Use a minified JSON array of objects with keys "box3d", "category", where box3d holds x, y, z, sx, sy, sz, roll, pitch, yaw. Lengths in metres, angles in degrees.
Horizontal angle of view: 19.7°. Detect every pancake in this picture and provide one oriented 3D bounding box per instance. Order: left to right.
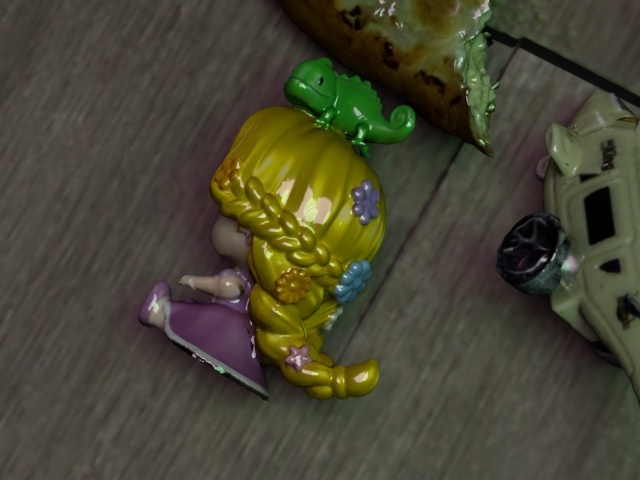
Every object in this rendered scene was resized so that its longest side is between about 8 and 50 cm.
[{"box3d":[0.011,-0.212,0.878,0.197,0.054,0.376,-33,80,35],"category":"pancake"}]

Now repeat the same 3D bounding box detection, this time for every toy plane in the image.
[{"box3d":[0.145,0.035,0.808,0.108,0.092,0.286,-27,40,30],"category":"toy plane"}]

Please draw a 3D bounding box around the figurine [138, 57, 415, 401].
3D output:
[{"box3d":[0.000,0.000,0.862,0.115,0.095,0.156,28,85,18],"category":"figurine"}]
